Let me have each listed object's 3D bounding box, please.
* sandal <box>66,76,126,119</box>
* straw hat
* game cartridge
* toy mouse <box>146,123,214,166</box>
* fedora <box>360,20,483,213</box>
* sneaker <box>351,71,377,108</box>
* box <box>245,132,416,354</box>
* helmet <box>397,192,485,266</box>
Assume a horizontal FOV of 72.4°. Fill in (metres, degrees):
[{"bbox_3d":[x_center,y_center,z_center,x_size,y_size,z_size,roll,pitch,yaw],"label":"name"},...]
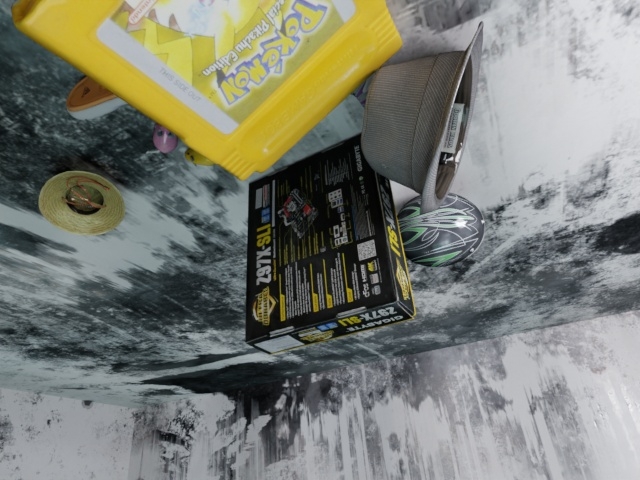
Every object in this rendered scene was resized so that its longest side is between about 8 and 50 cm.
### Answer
[{"bbox_3d":[-0.234,-0.221,0.531,0.266,0.101,0.076,-15,151,20],"label":"sandal"},{"bbox_3d":[-0.418,-0.081,0.781,0.145,0.061,0.144,-10,136,-10],"label":"straw hat"},{"bbox_3d":[-0.075,-0.222,0.465,0.285,0.052,0.324,-41,148,11],"label":"game cartridge"},{"bbox_3d":[-0.212,-0.166,0.697,0.161,0.031,0.143,-6,150,1],"label":"toy mouse"},{"bbox_3d":[0.134,-0.165,0.610,0.124,0.243,0.275,17,177,20],"label":"fedora"},{"bbox_3d":[0.052,-0.221,0.645,0.069,0.038,0.098,-5,141,2],"label":"sneaker"},{"bbox_3d":[0.000,0.000,0.730,0.257,0.321,0.079,-21,145,24],"label":"box"},{"bbox_3d":[0.236,-0.023,0.889,0.170,0.169,0.161,-4,167,-3],"label":"helmet"}]
